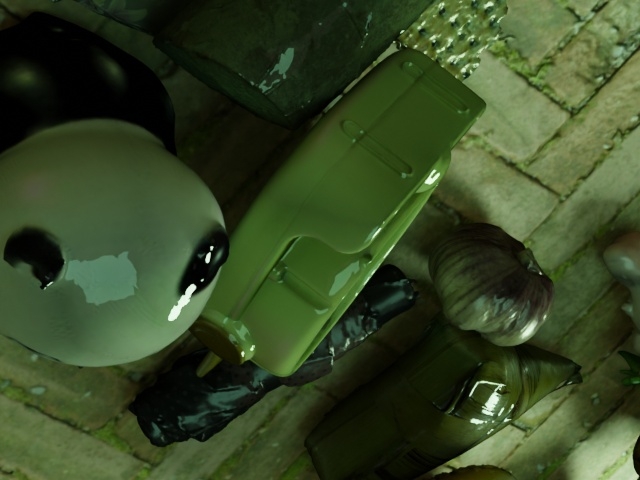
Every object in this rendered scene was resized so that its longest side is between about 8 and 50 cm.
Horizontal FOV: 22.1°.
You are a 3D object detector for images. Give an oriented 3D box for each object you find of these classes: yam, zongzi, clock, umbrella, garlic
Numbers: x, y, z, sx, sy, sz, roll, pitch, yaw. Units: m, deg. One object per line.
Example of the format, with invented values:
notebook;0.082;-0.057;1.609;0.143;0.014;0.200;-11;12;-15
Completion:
yam;-0.002;-0.216;1.445;0.268;0.161;0.161;-46;132;-9
zongzi;0.145;0.205;1.878;0.260;0.123;0.289;-42;151;18
clock;0.000;0.000;1.537;0.286;0.117;0.348;-48;174;-50
umbrella;-0.046;0.115;1.712;0.326;0.090;0.094;-30;127;-8
garlic;0.187;0.043;1.753;0.102;0.147;0.159;-48;149;21

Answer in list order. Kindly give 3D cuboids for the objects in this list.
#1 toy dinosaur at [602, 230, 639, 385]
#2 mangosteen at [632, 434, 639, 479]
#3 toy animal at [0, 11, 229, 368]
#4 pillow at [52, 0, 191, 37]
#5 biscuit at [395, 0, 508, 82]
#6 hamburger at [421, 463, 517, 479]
toy dinosaur;0.394;0.079;1.931;0.194;0.152;0.177;-3;83;-38
mangosteen;0.495;0.269;1.999;0.302;0.275;0.275;-23;129;-14
toy animal;-0.208;-0.030;1.380;0.251;0.310;0.251;-15;128;-20
pillow;-0.126;-0.292;1.408;0.169;0.059;0.255;14;116;-49
biscuit;0.118;-0.245;1.605;0.144;0.016;0.203;-47;130;7
hamburger;0.133;0.338;1.854;0.227;0.151;0.295;-35;166;-3
